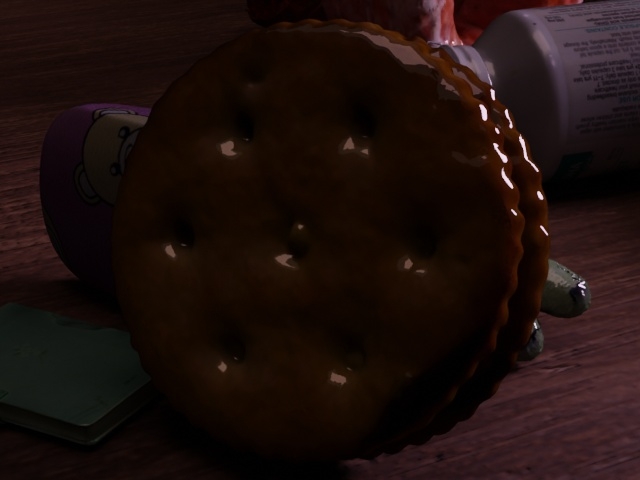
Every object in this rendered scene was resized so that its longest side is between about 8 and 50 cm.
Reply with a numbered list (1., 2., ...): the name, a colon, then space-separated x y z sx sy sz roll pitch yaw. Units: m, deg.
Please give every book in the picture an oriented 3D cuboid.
1. book: -0.154 0.072 0.641 0.135 0.017 0.103 11 25 25

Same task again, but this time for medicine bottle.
1. medicine bottle: 0.178 -0.112 0.885 0.215 0.135 0.135 -9 25 -15

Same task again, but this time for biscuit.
1. biscuit: 0.000 0.000 0.558 0.220 0.220 0.066 11 3 26

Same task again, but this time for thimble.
1. thimble: 0.121 -0.251 1.068 0.239 0.239 0.162 -18 27 -32

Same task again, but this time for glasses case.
1. glasses case: -0.043 -0.003 0.672 0.316 0.123 0.076 13 23 31

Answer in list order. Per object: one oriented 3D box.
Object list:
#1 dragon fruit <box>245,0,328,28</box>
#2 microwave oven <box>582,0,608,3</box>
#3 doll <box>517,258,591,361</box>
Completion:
1. dragon fruit: 0.060 -0.281 1.230 0.205 0.152 0.317 13 -27 -24
2. microwave oven: 0.351 -0.410 1.268 0.247 0.333 0.394 -11 38 -6
3. doll: 0.087 0.021 0.695 0.115 0.077 0.150 -47 50 -6
